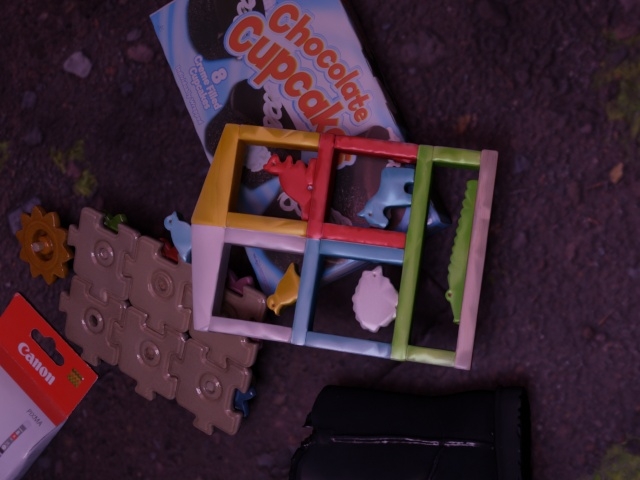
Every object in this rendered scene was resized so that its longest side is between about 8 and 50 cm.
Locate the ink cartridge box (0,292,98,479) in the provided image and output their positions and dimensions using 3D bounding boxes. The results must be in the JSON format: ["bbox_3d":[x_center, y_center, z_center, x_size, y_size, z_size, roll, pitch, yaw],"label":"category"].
[{"bbox_3d":[-0.348,0.170,1.040,0.145,0.045,0.179,42,104,16],"label":"ink cartridge box"}]

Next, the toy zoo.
[{"bbox_3d":[0.000,0.000,0.847,0.293,0.030,0.192,8,85,12],"label":"toy zoo"}]

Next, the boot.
[{"bbox_3d":[0.076,0.237,0.823,0.207,0.094,0.246,-6,54,20],"label":"boot"}]

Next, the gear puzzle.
[{"bbox_3d":[-0.193,0.060,0.984,0.339,0.044,0.175,25,115,25],"label":"gear puzzle"}]

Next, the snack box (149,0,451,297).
[{"bbox_3d":[-0.024,-0.121,0.925,0.187,0.060,0.322,-27,79,17],"label":"snack box"}]
